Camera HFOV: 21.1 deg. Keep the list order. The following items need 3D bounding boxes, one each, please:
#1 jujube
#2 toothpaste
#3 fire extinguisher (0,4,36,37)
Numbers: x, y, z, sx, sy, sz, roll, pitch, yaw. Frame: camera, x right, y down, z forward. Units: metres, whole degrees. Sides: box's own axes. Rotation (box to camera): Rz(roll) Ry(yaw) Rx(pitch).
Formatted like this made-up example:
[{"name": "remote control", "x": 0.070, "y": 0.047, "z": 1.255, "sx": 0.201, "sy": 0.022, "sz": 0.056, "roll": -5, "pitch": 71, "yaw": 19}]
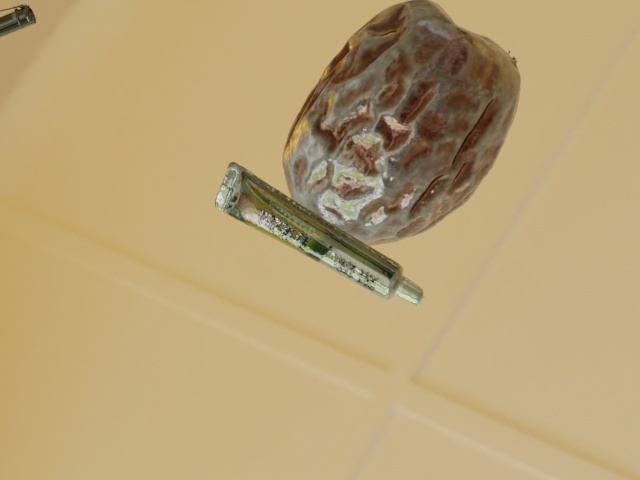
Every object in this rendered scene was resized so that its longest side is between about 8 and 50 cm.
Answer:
[{"name": "jujube", "x": 0.086, "y": -0.135, "z": 2.068, "sx": 0.308, "sy": 0.215, "sz": 0.246, "roll": -56, "pitch": -137, "yaw": 11}, {"name": "toothpaste", "x": 0.000, "y": 0.000, "z": 1.467, "sx": 0.204, "sy": 0.031, "sz": 0.049, "roll": 30, "pitch": -61, "yaw": 13}, {"name": "fire extinguisher", "x": -0.402, "y": -0.272, "z": 2.165, "sx": 0.083, "sy": 0.038, "sz": 0.025, "roll": -22, "pitch": -162, "yaw": 8}]
